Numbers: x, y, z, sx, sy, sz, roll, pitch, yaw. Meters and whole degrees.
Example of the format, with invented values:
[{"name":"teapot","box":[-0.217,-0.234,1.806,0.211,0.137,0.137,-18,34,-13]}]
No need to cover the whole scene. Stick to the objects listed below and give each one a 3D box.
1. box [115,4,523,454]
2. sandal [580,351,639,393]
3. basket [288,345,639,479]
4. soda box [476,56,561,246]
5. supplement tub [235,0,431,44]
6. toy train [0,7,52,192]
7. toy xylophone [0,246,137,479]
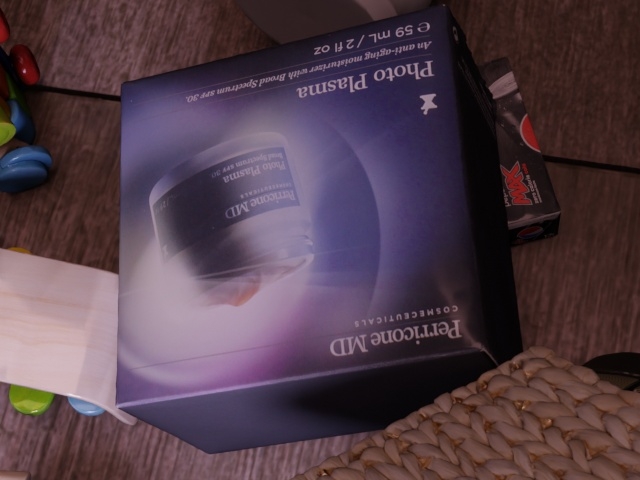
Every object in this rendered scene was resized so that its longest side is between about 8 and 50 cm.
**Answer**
[{"name":"box","box":[0.000,0.000,0.958,0.296,0.183,0.294,-11,66,17]},{"name":"sandal","box":[0.340,0.176,0.916,0.302,0.086,0.120,21,38,33]},{"name":"basket","box":[0.152,0.277,0.708,0.266,0.328,0.331,-32,106,-10]},{"name":"soda box","box":[0.169,-0.082,1.065,0.060,0.053,0.169,-15,66,2]},{"name":"supplement tub","box":[0.048,-0.320,1.110,0.191,0.191,0.272,22,72,17]},{"name":"toy train","box":[-0.325,-0.147,1.062,0.105,0.248,0.143,-24,70,-3]},{"name":"toy xylophone","box":[-0.308,0.096,1.013,0.322,0.081,0.236,19,68,6]}]
